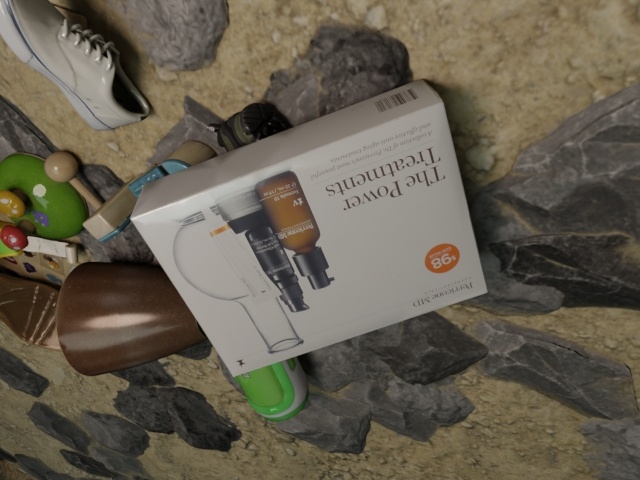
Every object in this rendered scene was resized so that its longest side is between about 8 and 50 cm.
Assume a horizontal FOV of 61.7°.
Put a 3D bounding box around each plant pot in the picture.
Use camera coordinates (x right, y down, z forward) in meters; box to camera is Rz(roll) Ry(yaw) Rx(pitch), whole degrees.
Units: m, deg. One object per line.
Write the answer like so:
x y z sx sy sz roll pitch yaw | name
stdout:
-0.317 0.136 0.991 0.231 0.215 0.215 -6 127 11 | plant pot

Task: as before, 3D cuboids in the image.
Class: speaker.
-0.117 0.203 0.997 0.131 0.131 0.296 -2 127 25 | speaker

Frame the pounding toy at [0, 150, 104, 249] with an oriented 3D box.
-0.510 -0.056 0.958 0.237 0.110 0.183 -5 126 27 | pounding toy

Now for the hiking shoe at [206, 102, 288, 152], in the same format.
-0.070 -0.085 0.775 0.114 0.086 0.226 -6 120 43 | hiking shoe

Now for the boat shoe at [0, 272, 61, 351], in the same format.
-0.644 0.143 1.183 0.341 0.121 0.110 25 171 6 | boat shoe

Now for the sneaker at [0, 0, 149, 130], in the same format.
-0.315 -0.246 0.701 0.091 0.094 0.258 -9 154 11 | sneaker

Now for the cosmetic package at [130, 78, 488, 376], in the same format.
0.000 0.000 0.697 0.377 0.097 0.284 -20 124 6 | cosmetic package

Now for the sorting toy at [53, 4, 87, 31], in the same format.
-0.359 -0.287 0.762 0.062 0.012 0.083 18 130 2 | sorting toy

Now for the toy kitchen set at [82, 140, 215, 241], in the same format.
-0.230 -0.034 0.846 0.207 0.122 0.166 -22 117 36 | toy kitchen set

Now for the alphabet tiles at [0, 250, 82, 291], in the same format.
-0.604 0.139 1.233 0.285 0.011 0.342 24 134 4 | alphabet tiles

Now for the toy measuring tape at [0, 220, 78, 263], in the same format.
-0.648 0.013 1.064 0.330 0.121 0.121 11 132 17 | toy measuring tape
